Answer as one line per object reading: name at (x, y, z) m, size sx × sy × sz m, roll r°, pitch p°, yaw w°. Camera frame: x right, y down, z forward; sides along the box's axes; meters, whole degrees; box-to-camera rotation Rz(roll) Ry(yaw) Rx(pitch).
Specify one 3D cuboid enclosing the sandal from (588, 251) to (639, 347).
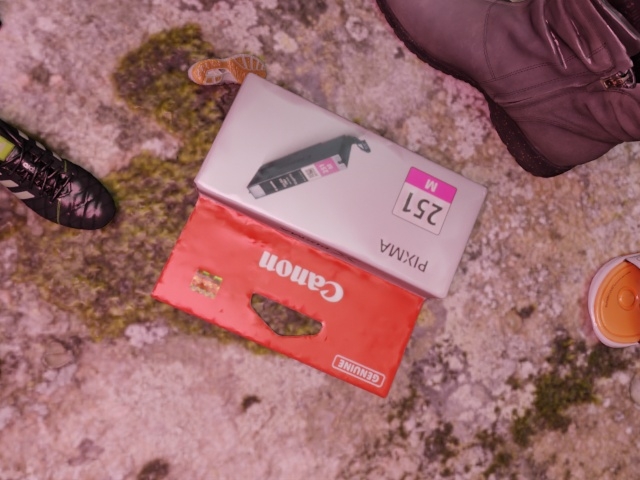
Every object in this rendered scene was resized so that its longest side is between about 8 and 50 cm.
sandal at (0.427, 0.049, 0.632) m, size 0.265 × 0.076 × 0.102 m, roll -12°, pitch 86°, yaw -11°

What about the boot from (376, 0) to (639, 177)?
boot at (0.203, -0.217, 0.547) m, size 0.338 × 0.223 × 0.118 m, roll 44°, pitch 80°, yaw -3°

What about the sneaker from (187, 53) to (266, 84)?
sneaker at (-0.098, -0.177, 0.589) m, size 0.083 × 0.037 × 0.032 m, roll -10°, pitch 107°, yaw -33°

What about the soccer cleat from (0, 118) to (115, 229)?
soccer cleat at (-0.274, -0.068, 0.525) m, size 0.179 × 0.072 × 0.060 m, roll 34°, pitch 80°, yaw -5°

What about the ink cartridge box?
ink cartridge box at (0.000, 0.000, 0.574) m, size 0.275 × 0.060 × 0.239 m, roll 25°, pitch 79°, yaw -6°
